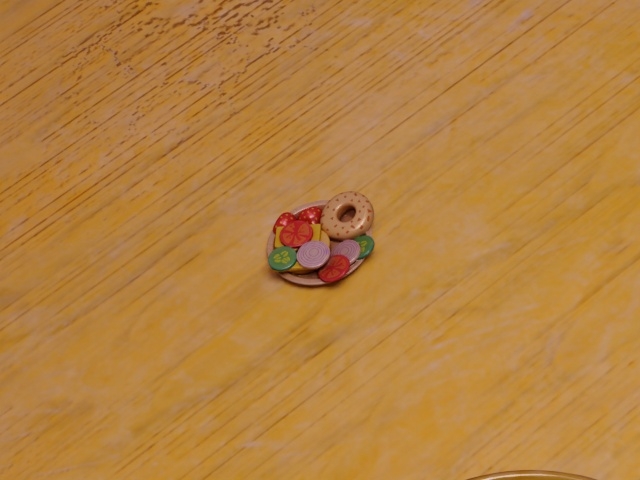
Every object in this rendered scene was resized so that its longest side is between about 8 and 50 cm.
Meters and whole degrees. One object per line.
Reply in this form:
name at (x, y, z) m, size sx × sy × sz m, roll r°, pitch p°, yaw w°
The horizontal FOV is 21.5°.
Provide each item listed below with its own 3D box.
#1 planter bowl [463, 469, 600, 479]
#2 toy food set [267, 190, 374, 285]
planter bowl at (0.123, 0.245, 0.977) m, size 0.217 × 0.090 × 0.217 m, roll -4°, pitch 43°, yaw 4°
toy food set at (0.000, 0.000, 1.261) m, size 0.083 × 0.020 × 0.083 m, roll -4°, pitch 51°, yaw 11°
